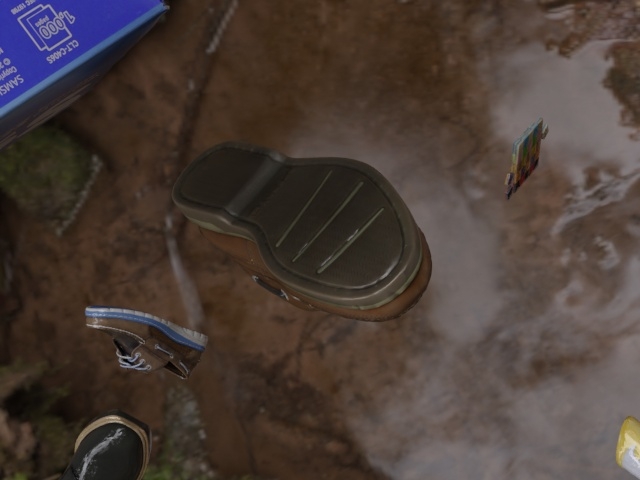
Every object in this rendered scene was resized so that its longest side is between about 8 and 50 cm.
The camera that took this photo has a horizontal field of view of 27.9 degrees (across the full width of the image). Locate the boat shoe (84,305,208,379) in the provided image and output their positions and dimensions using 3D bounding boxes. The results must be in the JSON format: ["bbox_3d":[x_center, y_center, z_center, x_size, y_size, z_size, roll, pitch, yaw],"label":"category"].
[{"bbox_3d":[-0.204,0.122,1.510,0.066,0.183,0.066,3,76,43],"label":"boat shoe"}]

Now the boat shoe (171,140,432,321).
[{"bbox_3d":[0.000,0.000,1.014,0.111,0.104,0.307,-45,34,-9],"label":"boat shoe"}]

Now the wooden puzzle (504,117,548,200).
[{"bbox_3d":[0.175,-0.073,1.100,0.006,0.083,0.049,20,132,25],"label":"wooden puzzle"}]

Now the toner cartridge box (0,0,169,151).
[{"bbox_3d":[-0.240,-0.022,0.566,0.075,0.348,0.165,54,155,-6],"label":"toner cartridge box"}]

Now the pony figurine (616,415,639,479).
[{"bbox_3d":[0.440,0.358,1.201,0.364,0.303,0.350,11,86,31],"label":"pony figurine"}]

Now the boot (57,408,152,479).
[{"bbox_3d":[-0.237,0.268,1.255,0.077,0.137,0.198,30,126,-4],"label":"boot"}]
